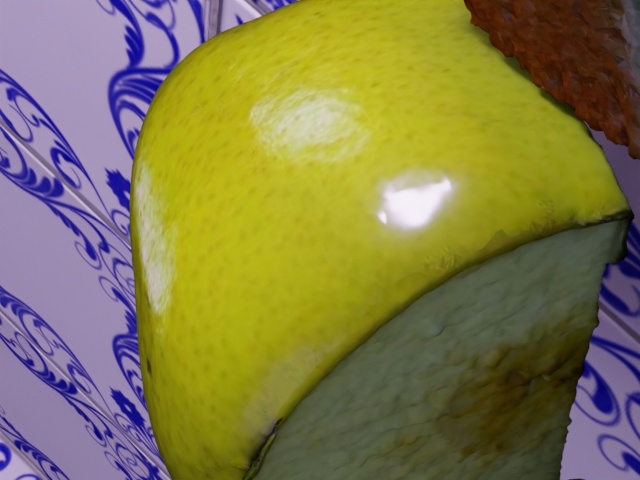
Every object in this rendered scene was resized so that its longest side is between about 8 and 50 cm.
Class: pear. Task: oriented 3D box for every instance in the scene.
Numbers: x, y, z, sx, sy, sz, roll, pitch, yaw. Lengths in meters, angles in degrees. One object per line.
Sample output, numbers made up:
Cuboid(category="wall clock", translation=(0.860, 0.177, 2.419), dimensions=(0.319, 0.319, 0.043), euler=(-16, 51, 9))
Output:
Cuboid(category="pear", translation=(0.000, 0.000, 0.914), dimensions=(0.342, 0.238, 0.318), euler=(90, 160, -53))

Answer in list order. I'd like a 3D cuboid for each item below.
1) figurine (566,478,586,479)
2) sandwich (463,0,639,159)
Cuboid(category="figurine", translation=(0.288, 0.286, 0.860), dimensions=(0.387, 0.268, 0.401), euler=(53, 161, -16))
Cuboid(category="sandwich", translation=(0.120, -0.142, 0.685), dimensions=(0.212, 0.109, 0.292), euler=(32, 152, 33))
